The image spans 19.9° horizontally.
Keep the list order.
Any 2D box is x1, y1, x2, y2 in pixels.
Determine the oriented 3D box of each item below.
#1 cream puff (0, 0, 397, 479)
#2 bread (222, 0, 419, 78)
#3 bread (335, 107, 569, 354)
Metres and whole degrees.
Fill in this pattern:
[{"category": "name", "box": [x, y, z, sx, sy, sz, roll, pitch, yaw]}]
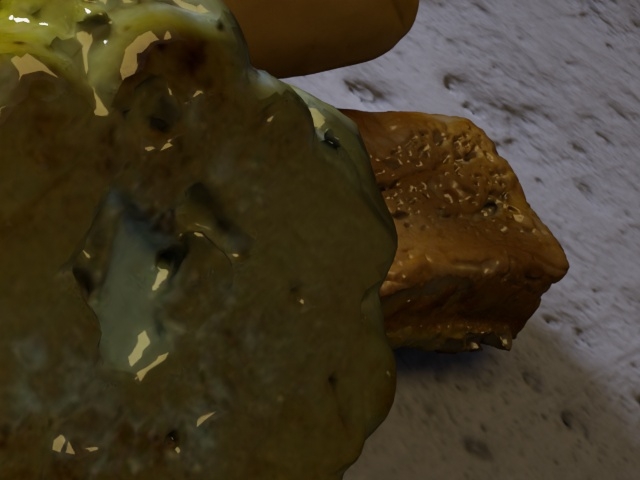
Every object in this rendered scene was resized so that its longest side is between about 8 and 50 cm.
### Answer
[{"category": "cream puff", "box": [-0.135, 0.023, 0.916, 0.324, 0.291, 0.257, 40, -17, -33]}, {"category": "bread", "box": [-0.087, -0.157, 1.172, 0.305, 0.091, 0.142, -16, 88, -9]}, {"category": "bread", "box": [0.000, 0.000, 1.210, 0.380, 0.109, 0.185, 0, 56, -45]}]
